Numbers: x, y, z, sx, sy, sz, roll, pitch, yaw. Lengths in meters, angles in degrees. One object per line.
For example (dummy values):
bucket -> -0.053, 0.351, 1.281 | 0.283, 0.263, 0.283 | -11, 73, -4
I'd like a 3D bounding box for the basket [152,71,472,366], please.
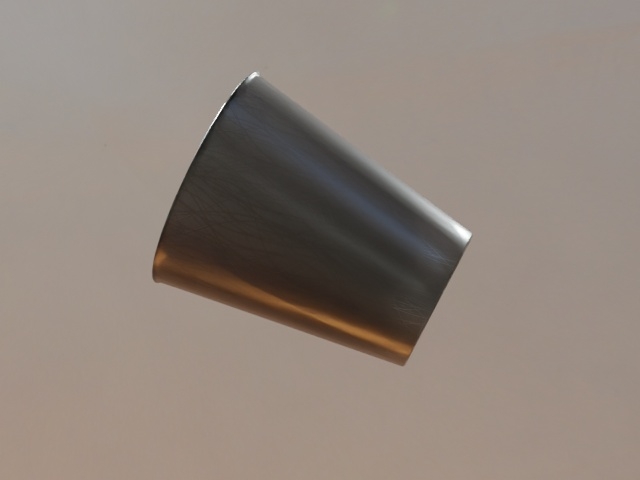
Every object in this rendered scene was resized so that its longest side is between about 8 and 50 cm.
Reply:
basket -> 0.000, 0.000, 1.026 | 0.226, 0.154, 0.204 | 29, -73, 6
